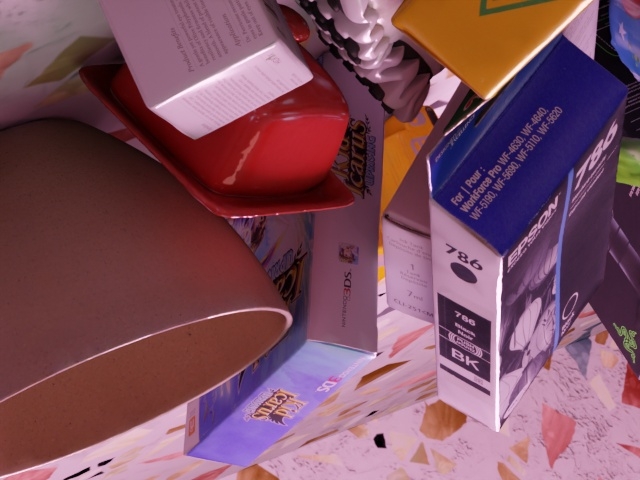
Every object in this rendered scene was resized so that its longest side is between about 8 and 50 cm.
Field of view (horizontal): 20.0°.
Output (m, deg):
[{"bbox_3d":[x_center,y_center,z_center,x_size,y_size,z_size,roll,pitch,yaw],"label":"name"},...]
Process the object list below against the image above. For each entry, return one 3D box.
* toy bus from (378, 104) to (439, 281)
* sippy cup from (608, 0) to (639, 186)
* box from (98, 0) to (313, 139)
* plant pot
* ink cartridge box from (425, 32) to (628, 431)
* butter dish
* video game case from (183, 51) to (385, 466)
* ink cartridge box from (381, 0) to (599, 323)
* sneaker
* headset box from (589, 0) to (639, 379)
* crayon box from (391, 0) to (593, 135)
[{"bbox_3d":[0.000,0.000,1.702,0.130,0.108,0.333,-14,163,-38],"label":"toy bus"},{"bbox_3d":[0.338,-0.163,1.362,0.305,0.240,0.224,-2,-158,-23],"label":"sippy cup"},{"bbox_3d":[-0.071,-0.128,1.072,0.087,0.101,0.102,-27,167,7],"label":"box"},{"bbox_3d":[-0.186,0.028,1.266,0.284,0.191,0.284,-23,166,-6],"label":"plant pot"},{"bbox_3d":[0.145,-0.009,1.282,0.165,0.065,0.332,-51,156,-22],"label":"ink cartridge box"},{"bbox_3d":[-0.047,-0.101,1.188,0.160,0.160,0.118,-7,135,-53],"label":"butter dish"},{"bbox_3d":[-0.031,0.022,1.438,0.061,0.244,0.269,12,151,-20],"label":"video game case"},{"bbox_3d":[0.128,-0.107,1.328,0.275,0.060,0.239,-58,159,-28],"label":"ink cartridge box"},{"bbox_3d":[0.045,-0.169,1.177,0.118,0.110,0.292,-41,168,4],"label":"sneaker"},{"bbox_3d":[0.292,-0.048,1.584,0.131,0.283,0.246,-24,157,-17],"label":"headset box"},{"bbox_3d":[0.159,-0.212,1.039,0.202,0.081,0.318,-55,-174,-36],"label":"crayon box"}]
